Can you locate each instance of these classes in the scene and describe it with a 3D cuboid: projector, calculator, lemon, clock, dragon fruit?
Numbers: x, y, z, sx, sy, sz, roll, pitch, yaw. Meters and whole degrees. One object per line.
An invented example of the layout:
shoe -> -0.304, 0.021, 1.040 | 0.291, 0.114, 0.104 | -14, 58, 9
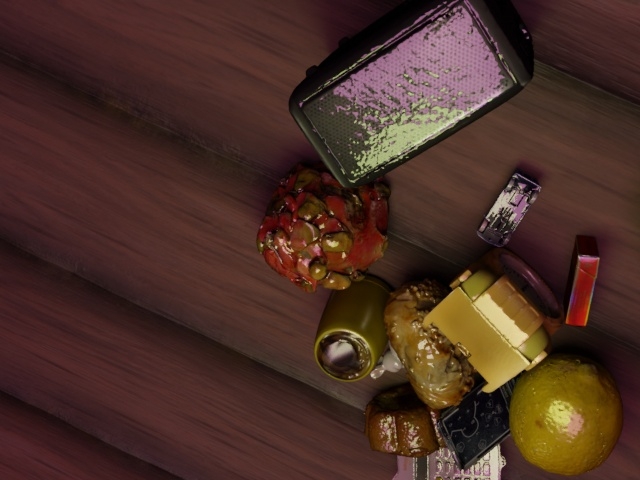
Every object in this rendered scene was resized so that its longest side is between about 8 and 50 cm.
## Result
projector -> 0.184, -0.335, 1.548 | 0.405, 0.395, 0.242 | -29, 103, 25
calculator -> 0.325, 0.555, 2.048 | 0.294, 0.043, 0.194 | -2, 83, 21
lemon -> 0.562, 0.391, 1.837 | 0.257, 0.258, 0.310 | 12, 128, 9
clock -> 0.394, 0.149, 1.747 | 0.244, 0.317, 0.200 | 50, 119, 6
dragon fruit -> 0.000, 0.000, 1.814 | 0.296, 0.263, 0.314 | 16, 115, 7
calculator -> 0.403, 0.416, 1.922 | 0.274, 0.028, 0.166 | -32, 105, -21

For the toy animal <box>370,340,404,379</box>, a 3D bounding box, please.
toy animal -> 0.184, 0.287, 1.996 | 0.085, 0.071, 0.124 | 20, 116, 5

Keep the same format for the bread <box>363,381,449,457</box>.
bread -> 0.212, 0.445, 1.964 | 0.232, 0.246, 0.135 | -7, 101, 20

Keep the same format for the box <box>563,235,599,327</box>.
box -> 0.579, 0.090, 1.786 | 0.048, 0.112, 0.175 | 8, 116, 11

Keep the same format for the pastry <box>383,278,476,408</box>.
pastry -> 0.272, 0.232, 1.847 | 0.161, 0.255, 0.311 | -18, 113, 24

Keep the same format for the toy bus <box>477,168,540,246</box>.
toy bus -> 0.416, -0.071, 1.780 | 0.073, 0.076, 0.167 | 29, 115, 0

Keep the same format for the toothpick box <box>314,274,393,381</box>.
toothpick box -> 0.080, 0.208, 1.877 | 0.174, 0.271, 0.175 | 5, 114, 12
